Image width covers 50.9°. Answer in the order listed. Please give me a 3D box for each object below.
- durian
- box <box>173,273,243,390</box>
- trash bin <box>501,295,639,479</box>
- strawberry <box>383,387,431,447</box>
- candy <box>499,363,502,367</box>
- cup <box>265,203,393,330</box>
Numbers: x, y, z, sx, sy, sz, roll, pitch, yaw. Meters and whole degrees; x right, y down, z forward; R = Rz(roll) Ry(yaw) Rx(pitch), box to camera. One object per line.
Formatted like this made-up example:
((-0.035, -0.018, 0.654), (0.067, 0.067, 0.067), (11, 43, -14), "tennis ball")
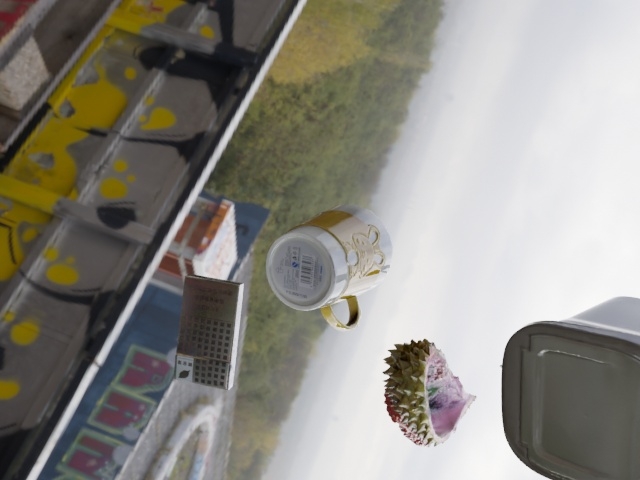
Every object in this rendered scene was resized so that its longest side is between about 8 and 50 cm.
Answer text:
((0.201, 0.311, 1.318), (0.260, 0.154, 0.186), (60, 20, -29), "durian")
((-0.336, 0.274, 2.021), (0.047, 0.180, 0.324), (-17, 115, -76), "box")
((0.410, 0.193, 0.927), (0.250, 0.219, 0.219), (-16, 110, -43), "trash bin")
((0.263, 0.530, 2.088), (0.188, 0.106, 0.286), (-62, 138, -59), "strawberry")
((0.543, 0.313, 1.794), (0.335, 0.093, 0.092), (112, -40, -70), "candy")
((0.022, 0.061, 1.279), (0.226, 0.185, 0.241), (-19, 94, -60), "cup")
